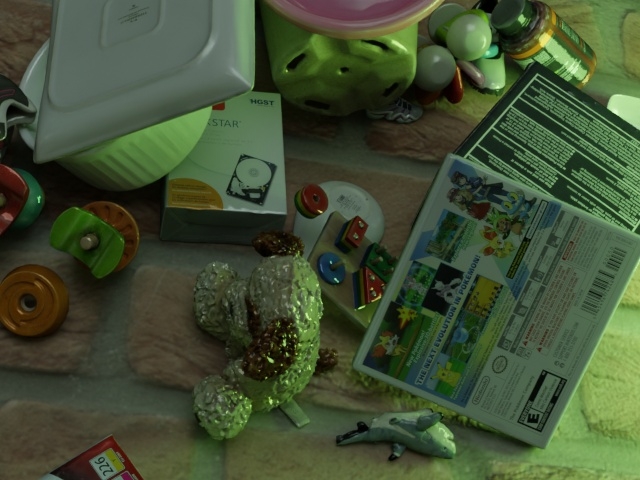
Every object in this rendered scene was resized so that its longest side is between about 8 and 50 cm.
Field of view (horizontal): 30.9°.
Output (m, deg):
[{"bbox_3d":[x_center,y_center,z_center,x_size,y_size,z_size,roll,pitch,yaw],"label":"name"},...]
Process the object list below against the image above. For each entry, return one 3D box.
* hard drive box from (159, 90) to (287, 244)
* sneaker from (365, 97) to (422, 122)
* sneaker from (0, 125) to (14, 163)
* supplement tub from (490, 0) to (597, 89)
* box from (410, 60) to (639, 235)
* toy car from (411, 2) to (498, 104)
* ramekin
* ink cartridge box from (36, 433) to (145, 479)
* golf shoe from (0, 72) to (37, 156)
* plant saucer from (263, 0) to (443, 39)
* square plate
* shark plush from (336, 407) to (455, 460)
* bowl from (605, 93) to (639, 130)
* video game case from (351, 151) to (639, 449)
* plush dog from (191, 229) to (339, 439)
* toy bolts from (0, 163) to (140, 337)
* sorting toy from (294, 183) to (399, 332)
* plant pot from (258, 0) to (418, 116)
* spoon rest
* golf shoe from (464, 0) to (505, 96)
[{"bbox_3d":[-0.149,-0.114,1.751,0.181,0.089,0.232,3,56,-12],"label":"hard drive box"},{"bbox_3d":[0.126,-0.227,1.903,0.098,0.069,0.038,-1,57,-14],"label":"sneaker"},{"bbox_3d":[-0.539,-0.079,1.616,0.127,0.126,0.321,17,47,-5],"label":"sneaker"},{"bbox_3d":[0.373,-0.334,1.959,0.198,0.106,0.106,34,46,-35],"label":"supplement tub"},{"bbox_3d":[0.347,-0.065,1.777,0.296,0.183,0.294,37,56,11],"label":"box"},{"bbox_3d":[0.218,-0.300,1.931,0.182,0.159,0.136,-41,115,3],"label":"toy car"},{"bbox_3d":[-0.290,-0.205,1.684,0.277,0.135,0.277,-14,56,22],"label":"ramekin"},{"bbox_3d":[-0.270,0.433,1.330,0.272,0.130,0.309,-31,69,-28],"label":"ink cartridge box"},{"bbox_3d":[-0.484,-0.143,1.540,0.120,0.105,0.273,32,46,-3],"label":"golf shoe"},{"bbox_3d":[0.050,-0.431,1.665,0.332,0.084,0.332,-1,72,4],"label":"plant saucer"},{"bbox_3d":[-0.250,-0.298,1.598,0.347,0.049,0.344,-15,56,21],"label":"square plate"},{"bbox_3d":[0.105,0.268,1.578,0.161,0.073,0.067,-1,87,-19],"label":"shark plush"},{"bbox_3d":[0.542,-0.172,1.975,0.142,0.053,0.142,17,54,-3],"label":"bowl"},{"bbox_3d":[0.244,0.086,1.596,0.300,0.329,0.036,23,11,-3],"label":"video game case"},{"bbox_3d":[-0.060,0.115,1.533,0.210,0.225,0.262,4,56,-10],"label":"plush dog"},{"bbox_3d":[-0.388,0.003,1.620,0.228,0.158,0.218,38,97,1],"label":"toy bolts"},{"bbox_3d":[0.060,0.044,1.652,0.274,0.046,0.132,43,47,-17],"label":"sorting toy"},{"bbox_3d":[0.030,-0.379,1.839,0.333,0.334,0.306,3,62,-12],"label":"plant pot"},{"bbox_3d":[0.000,0.000,1.729,0.137,0.084,0.276,34,43,9],"label":"spoon rest"},{"bbox_3d":[0.287,-0.342,2.005,0.077,0.094,0.198,2,58,-13],"label":"golf shoe"}]
